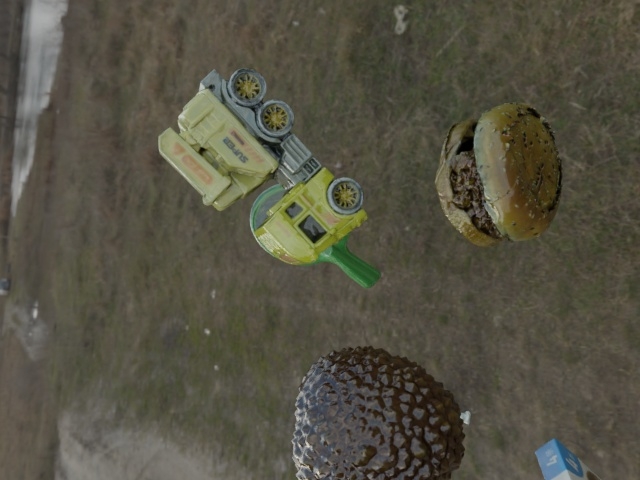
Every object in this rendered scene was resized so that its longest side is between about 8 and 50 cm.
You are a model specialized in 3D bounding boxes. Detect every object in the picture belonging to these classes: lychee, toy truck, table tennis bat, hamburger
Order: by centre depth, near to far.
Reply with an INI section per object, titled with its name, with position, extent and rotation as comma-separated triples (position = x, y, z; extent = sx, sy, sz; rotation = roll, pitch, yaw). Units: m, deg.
[hamburger]
position = 0.226, -0.082, 0.799
extent = 0.113, 0.185, 0.177
rotation = -26, 61, 45
[toy truck]
position = -0.079, -0.084, 0.864
extent = 0.157, 0.272, 0.124
rotation = -45, 7, -13
[lychee]
position = 0.086, 0.284, 0.986
extent = 0.267, 0.267, 0.268
rotation = -27, 59, 59
[table tennis bat]
position = 0.000, 0.000, 1.098
extent = 0.160, 0.257, 0.039
rotation = -40, 26, 28

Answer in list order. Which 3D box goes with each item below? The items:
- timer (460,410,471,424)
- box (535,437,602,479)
[timer]
position = 0.209, 0.401, 1.561
extent = 0.175, 0.265, 0.176
rotation = 8, -90, -86
[box]
position = 0.430, 0.448, 0.924
extent = 0.048, 0.265, 0.273
rotation = -44, 17, 20
